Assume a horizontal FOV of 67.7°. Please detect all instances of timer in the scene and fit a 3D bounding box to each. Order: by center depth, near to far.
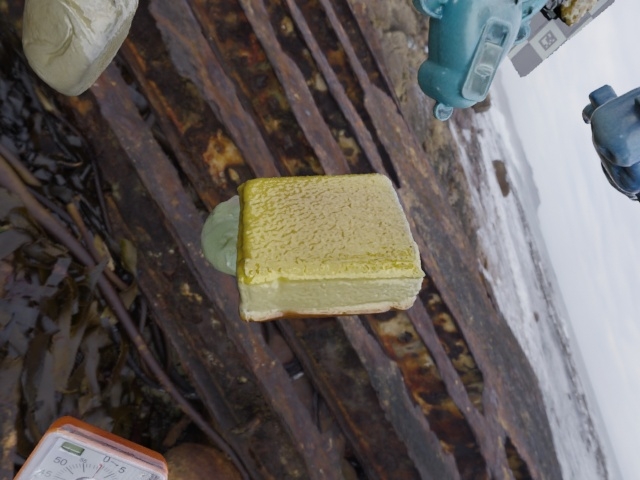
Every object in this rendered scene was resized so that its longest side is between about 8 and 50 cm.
[{"bbox_3d":[-0.481,0.487,1.005,0.257,0.250,0.161,34,29,-19],"label":"timer"}]

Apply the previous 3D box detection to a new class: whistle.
[{"bbox_3d":[0.342,-0.095,0.514,0.269,0.093,0.180,23,45,-58],"label":"whistle"},{"bbox_3d":[0.184,-0.268,0.535,0.186,0.274,0.093,4,28,-28],"label":"whistle"}]

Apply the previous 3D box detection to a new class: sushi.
[{"bbox_3d":[0.323,-0.364,0.665,0.215,0.192,0.051,41,20,-28],"label":"sushi"}]

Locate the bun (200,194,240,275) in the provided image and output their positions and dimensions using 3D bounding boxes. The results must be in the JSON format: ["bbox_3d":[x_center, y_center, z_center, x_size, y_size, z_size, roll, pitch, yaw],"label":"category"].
[{"bbox_3d":[-0.155,-0.033,1.176,0.283,0.283,0.179,-58,160,-60],"label":"bun"}]

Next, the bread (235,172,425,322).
[{"bbox_3d":[0.000,0.000,0.918,0.324,0.332,0.143,-96,-175,-51],"label":"bread"}]

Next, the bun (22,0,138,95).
[{"bbox_3d":[-0.322,-0.285,0.624,0.113,0.173,0.167,34,12,-26],"label":"bun"}]
